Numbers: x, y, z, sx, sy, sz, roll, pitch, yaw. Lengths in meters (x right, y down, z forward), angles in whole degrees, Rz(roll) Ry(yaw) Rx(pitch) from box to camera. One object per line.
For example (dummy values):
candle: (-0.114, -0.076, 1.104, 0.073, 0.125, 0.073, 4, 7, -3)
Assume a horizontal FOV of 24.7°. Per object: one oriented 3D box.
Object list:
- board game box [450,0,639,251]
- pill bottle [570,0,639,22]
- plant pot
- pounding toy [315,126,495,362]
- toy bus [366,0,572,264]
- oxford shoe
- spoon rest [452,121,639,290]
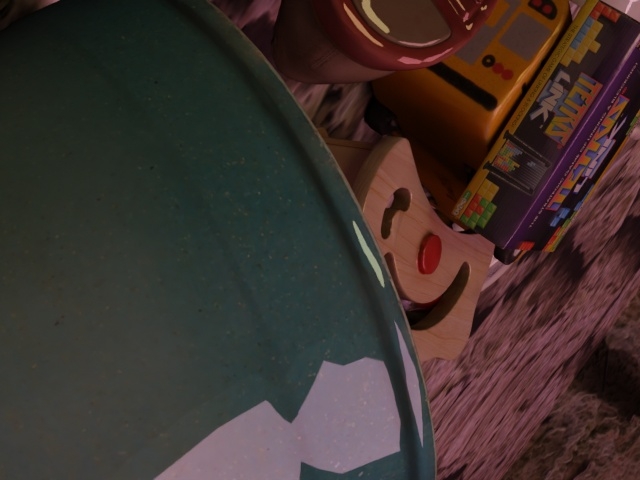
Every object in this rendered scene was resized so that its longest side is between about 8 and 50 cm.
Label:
board game box: (0.172, -0.074, 1.000, 0.170, 0.048, 0.141, -59, 161, 12)
pill bottle: (0.245, -0.259, 1.073, 0.112, 0.112, 0.187, -26, 148, -52)
plant pot: (-0.137, 0.066, 0.566, 0.255, 0.272, 0.272, -27, 152, -23)
pounding toy: (0.000, 0.000, 1.010, 0.269, 0.155, 0.154, 3, 96, -59)
toy bus: (0.126, -0.090, 1.107, 0.130, 0.108, 0.333, -53, 161, -5)
oxford shoe: (0.080, -0.225, 0.807, 0.348, 0.123, 0.130, -51, -163, -24)
spoon rest: (0.186, -0.039, 1.412, 0.276, 0.084, 0.137, -44, 163, 18)
